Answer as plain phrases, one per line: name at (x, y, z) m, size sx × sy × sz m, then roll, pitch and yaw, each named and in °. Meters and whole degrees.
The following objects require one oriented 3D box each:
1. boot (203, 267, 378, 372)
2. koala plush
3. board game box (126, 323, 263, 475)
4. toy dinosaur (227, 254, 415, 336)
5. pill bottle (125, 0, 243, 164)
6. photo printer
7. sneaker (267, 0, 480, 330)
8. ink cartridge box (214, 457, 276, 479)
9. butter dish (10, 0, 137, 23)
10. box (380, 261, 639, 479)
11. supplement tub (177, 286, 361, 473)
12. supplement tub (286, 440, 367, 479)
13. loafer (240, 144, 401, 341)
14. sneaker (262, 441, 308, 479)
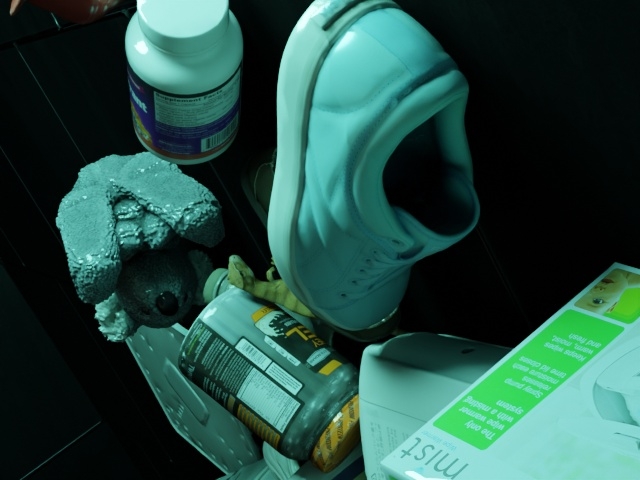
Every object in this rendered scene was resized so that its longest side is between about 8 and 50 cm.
boot at (-0.014, 0.107, 1.406) m, size 0.208 × 0.076 × 0.189 m, roll 13°, pitch 164°, yaw 35°
koala plush at (-0.217, 0.022, 1.565) m, size 0.203 × 0.196 × 0.221 m, roll 49°, pitch 163°, yaw 47°
board game box at (-0.200, 0.234, 2.026) m, size 0.390 × 0.050 × 0.390 m, roll 27°, pitch 146°, yaw 51°
toy dinosaur at (0.006, 0.064, 1.270) m, size 0.211 × 0.112 × 0.064 m, roll 16°, pitch 118°, yaw 0°
pill bottle at (-0.126, -0.163, 1.164) m, size 0.108 × 0.108 × 0.193 m, roll 47°, pitch 158°, yaw 18°
photo printer at (0.139, 0.213, 1.089) m, size 0.307 × 0.107 × 0.256 m, roll 5°, pitch 106°, yaw 63°
sneaker at (0.049, -0.018, 0.975) m, size 0.150 × 0.135 × 0.366 m, roll 45°, pitch 159°, yaw 31°
ink cartridge box at (-0.076, 0.461, 1.888) m, size 0.223 × 0.129 × 0.307 m, roll 47°, pitch 148°, yaw -4°
butter dish at (-0.200, -0.259, 1.162) m, size 0.118 × 0.160 × 0.160 m, roll 35°, pitch 164°, yaw -14°
box at (0.210, 0.152, 0.751) m, size 0.262 × 0.231 × 0.127 m, roll 22°, pitch 142°, yaw 57°
supplement tub at (-0.040, 0.141, 1.261) m, size 0.190 × 0.117 × 0.117 m, roll 36°, pitch 155°, yaw 16°
supplement tub at (0.099, 0.373, 1.329) m, size 0.325 × 0.235 × 0.235 m, roll 47°, pitch 158°, yaw 18°
loafer at (0.000, 0.000, 1.182) m, size 0.220 × 0.080 × 0.078 m, roll 52°, pitch 160°, yaw 6°
sneaker at (0.009, 0.348, 1.700) m, size 0.232 × 0.090 × 0.115 m, roll 53°, pitch 156°, yaw 2°
